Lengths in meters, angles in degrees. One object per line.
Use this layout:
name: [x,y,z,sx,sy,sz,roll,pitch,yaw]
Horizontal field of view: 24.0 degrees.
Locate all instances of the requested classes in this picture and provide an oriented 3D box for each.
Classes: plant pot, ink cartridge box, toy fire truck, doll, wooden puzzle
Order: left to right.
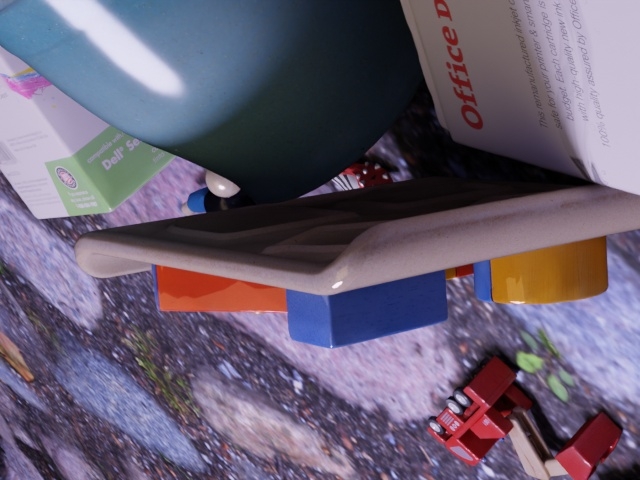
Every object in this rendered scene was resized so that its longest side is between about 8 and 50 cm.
ink cartridge box: [-0.309,-0.197,1.501,0.353,0.119,0.207,56,153,-18]
plant pot: [-0.066,-0.173,1.036,0.255,0.272,0.271,43,158,-26]
doll: [-0.088,-0.009,1.507,0.129,0.046,0.189,31,150,29]
wooden puzzle: [0.049,0.009,1.023,0.348,0.322,0.081,0,98,55]
toy fire truck: [0.178,0.172,1.349,0.135,0.047,0.192,43,154,8]
ink cartridge box: [0.185,-0.135,0.835,0.283,0.117,0.207,21,143,43]

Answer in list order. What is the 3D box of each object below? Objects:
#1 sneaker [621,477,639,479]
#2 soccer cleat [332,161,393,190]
sneaker: [0.311,0.299,1.283,0.217,0.079,0.121,48,154,1]
soccer cleat: [0.037,-0.049,1.285,0.083,0.029,0.036,23,154,46]
